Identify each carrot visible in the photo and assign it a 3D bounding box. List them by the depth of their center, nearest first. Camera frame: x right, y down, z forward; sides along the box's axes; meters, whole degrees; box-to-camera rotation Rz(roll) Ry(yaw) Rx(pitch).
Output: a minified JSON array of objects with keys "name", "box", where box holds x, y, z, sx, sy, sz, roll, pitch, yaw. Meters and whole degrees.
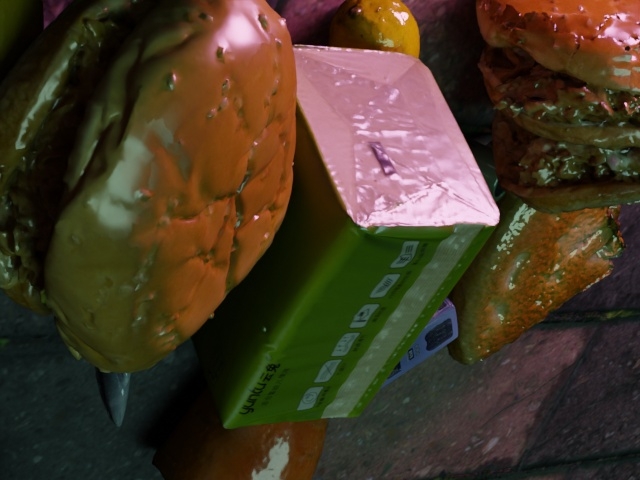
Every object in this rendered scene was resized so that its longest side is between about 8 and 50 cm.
[{"name":"carrot","box":[-0.052,0.171,1.814,0.159,0.159,0.225,24,95,-53]}]

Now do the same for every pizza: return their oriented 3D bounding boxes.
[{"name":"pizza","box":[0.239,0.003,1.973,0.229,0.081,0.289,-3,128,-35]}]

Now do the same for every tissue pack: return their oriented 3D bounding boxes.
[{"name":"tissue pack","box":[0.000,0.000,1.566,0.167,0.200,0.274,-1,140,-31]}]

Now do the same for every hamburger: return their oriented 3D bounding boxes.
[{"name":"hamburger","box":[-0.118,-0.066,1.331,0.318,0.158,0.318,-53,159,-30]},{"name":"hamburger","box":[0.256,-0.144,1.700,0.260,0.245,0.211,-26,130,-36]}]

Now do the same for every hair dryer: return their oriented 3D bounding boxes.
[{"name":"hair dryer","box":[0.185,-0.100,1.849,0.150,0.071,0.047,-40,152,-38]}]

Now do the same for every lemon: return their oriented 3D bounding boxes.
[{"name":"lemon","box":[0.047,-0.170,1.612,0.082,0.082,0.110,-31,142,-20]}]

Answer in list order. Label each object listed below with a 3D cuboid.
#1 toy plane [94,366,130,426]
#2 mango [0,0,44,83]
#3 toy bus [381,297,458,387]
[{"name":"toy plane","box":[-0.183,0.024,1.541,0.212,0.088,0.267,-12,114,-37]},{"name":"mango","box":[-0.313,-0.087,1.274,0.331,0.142,0.195,-56,149,7]},{"name":"toy bus","box":[0.060,0.107,1.902,0.167,0.076,0.073,-33,142,-18]}]
